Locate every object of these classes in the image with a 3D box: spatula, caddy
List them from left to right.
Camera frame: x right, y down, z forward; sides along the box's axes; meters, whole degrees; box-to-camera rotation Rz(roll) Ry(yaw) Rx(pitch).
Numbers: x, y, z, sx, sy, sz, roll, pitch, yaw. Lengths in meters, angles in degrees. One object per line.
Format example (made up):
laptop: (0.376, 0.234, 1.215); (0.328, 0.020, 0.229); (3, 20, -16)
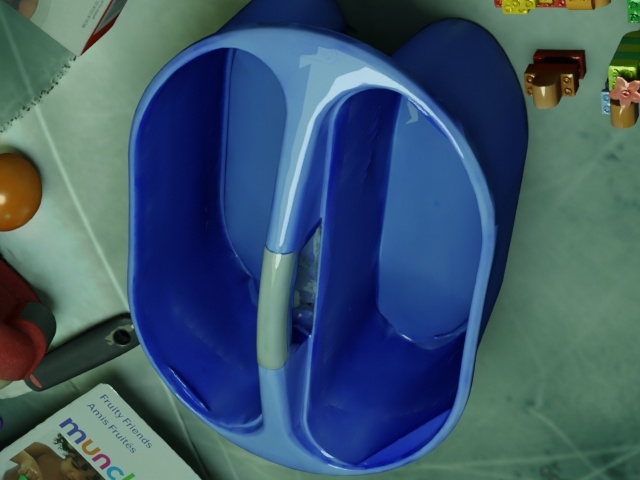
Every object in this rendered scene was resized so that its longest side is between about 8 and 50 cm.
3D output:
spatula: (-0.253, 0.119, 1.323); (0.296, 0.030, 0.084); (-23, 112, 34)
caddy: (0.000, 0.000, 1.028); (0.241, 0.179, 0.341); (16, 128, 15)

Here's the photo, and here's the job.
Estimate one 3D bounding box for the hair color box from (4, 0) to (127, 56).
hair color box: (-0.199, -0.212, 1.054); (0.167, 0.053, 0.093); (37, 131, -1)

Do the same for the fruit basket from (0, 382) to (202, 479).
fruit basket: (-0.194, 0.321, 1.353); (0.353, 0.165, 0.327); (-32, 105, 34)

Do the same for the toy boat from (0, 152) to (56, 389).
toy boat: (-0.273, -0.008, 1.196); (0.151, 0.151, 0.231); (-43, 100, 9)

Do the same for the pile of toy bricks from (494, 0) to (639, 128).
pile of toy bricks: (0.195, -0.110, 0.907); (0.212, 0.105, 0.118); (4, 124, 23)
